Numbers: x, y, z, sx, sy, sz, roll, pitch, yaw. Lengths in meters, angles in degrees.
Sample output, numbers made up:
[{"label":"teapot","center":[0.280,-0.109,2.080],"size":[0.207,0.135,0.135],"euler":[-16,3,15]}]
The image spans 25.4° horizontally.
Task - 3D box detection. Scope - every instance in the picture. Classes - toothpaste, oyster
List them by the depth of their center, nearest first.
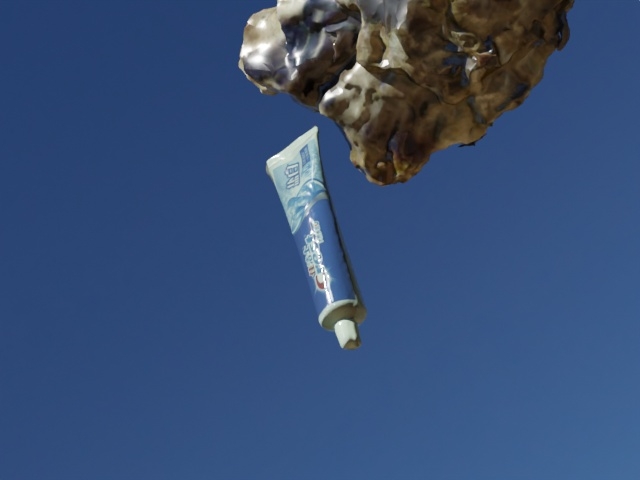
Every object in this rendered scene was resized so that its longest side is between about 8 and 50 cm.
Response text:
[{"label":"oyster","center":[0.045,-0.093,0.538],"size":[0.148,0.103,0.051],"euler":[-44,-17,3]},{"label":"toothpaste","center":[0.000,-0.001,1.447],"size":[0.047,0.268,0.069],"euler":[1,-41,-22]}]
